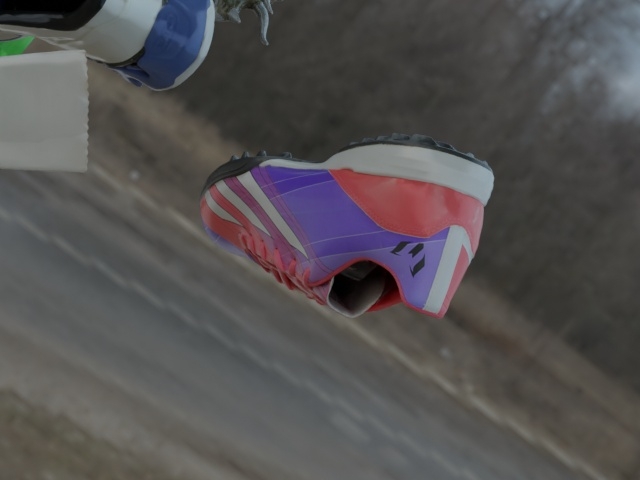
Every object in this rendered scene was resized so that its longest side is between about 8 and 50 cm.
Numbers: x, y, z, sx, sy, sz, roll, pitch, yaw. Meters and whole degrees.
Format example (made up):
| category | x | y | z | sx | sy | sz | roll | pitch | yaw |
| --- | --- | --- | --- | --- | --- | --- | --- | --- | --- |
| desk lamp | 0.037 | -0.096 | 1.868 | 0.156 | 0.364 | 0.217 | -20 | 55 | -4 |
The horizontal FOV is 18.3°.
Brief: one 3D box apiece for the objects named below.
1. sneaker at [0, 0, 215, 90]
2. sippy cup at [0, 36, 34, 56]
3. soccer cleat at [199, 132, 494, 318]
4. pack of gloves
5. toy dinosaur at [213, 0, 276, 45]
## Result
| category | x | y | z | sx | sy | sz | roll | pitch | yaw |
| --- | --- | --- | --- | --- | --- | --- | --- | --- | --- |
| sneaker | -0.251 | -0.231 | 1.640 | 0.316 | 0.127 | 0.182 | 21 | -3 | 37 |
| sippy cup | -0.465 | -0.309 | 2.336 | 0.224 | 0.305 | 0.240 | 44 | 1 | -29 |
| soccer cleat | 0.000 | 0.000 | 1.421 | 0.109 | 0.116 | 0.318 | 20 | -14 | -32 |
| pack of gloves | -0.265 | -0.140 | 1.259 | 0.232 | 0.195 | 0.046 | -1 | 22 | -7 |
| toy dinosaur | -0.057 | -0.341 | 1.882 | 0.160 | 0.313 | 0.121 | 19 | -7 | 16 |
